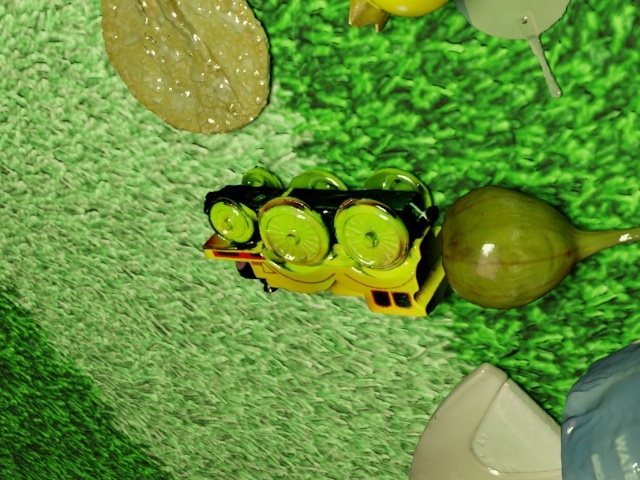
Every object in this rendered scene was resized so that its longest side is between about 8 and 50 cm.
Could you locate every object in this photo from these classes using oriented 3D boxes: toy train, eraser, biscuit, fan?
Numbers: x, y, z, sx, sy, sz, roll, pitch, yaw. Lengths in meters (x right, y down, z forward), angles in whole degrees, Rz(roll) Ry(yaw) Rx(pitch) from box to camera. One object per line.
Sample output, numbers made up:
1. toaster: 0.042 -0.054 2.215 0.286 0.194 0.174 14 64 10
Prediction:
1. toy train: 0.000 0.000 1.028 0.296 0.100 0.160 4 127 31
2. eraser: 0.199 0.265 1.132 0.204 0.059 0.243 44 132 -5
3. biscuit: -0.150 -0.212 1.010 0.220 0.033 0.219 16 131 20
4. fan: 0.180 -0.204 0.817 0.113 0.005 0.175 -13 114 39

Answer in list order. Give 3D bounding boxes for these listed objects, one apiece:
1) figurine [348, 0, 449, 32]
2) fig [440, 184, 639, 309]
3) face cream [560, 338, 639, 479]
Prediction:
1. figurine: 0.081 -0.291 0.743 0.185 0.127 0.234 59 146 -2
2. fig: 0.234 -0.004 0.890 0.236 0.124 0.124 -11 119 12
3. face cream: 0.374 0.188 0.823 0.249 0.249 0.225 44 138 -4
